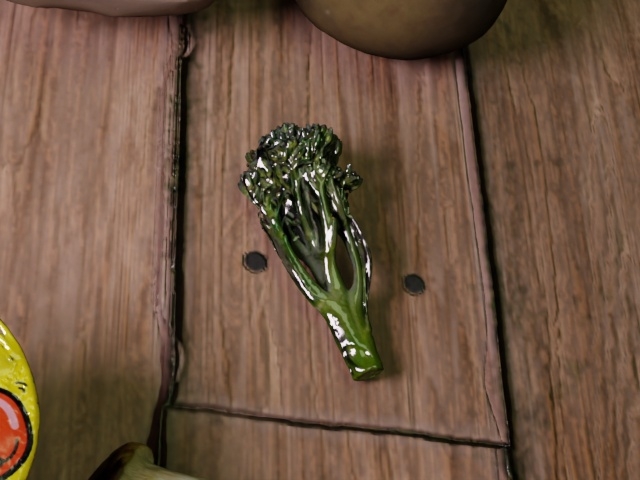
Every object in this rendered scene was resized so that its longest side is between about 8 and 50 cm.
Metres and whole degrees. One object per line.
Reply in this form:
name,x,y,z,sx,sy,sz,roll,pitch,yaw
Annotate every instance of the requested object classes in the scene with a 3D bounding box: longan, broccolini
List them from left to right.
broccolini,-0.002,0.009,0.991,0.091,0.068,0.203,-11,77,-13
longan,0.068,-0.230,1.102,0.189,0.189,0.189,10,55,-14

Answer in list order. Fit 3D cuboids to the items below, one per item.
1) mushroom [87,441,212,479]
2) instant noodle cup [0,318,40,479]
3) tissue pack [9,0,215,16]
mushroom,-0.005,0.213,0.824,0.312,0.081,0.100,22,59,-8
instant noodle cup,-0.258,0.124,0.747,0.182,0.144,0.182,10,56,-16
tissue pack,-0.149,-0.379,0.976,0.267,0.387,0.277,4,39,-18
